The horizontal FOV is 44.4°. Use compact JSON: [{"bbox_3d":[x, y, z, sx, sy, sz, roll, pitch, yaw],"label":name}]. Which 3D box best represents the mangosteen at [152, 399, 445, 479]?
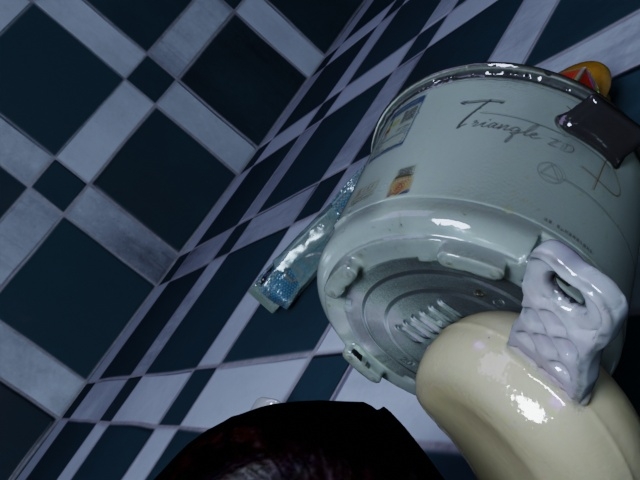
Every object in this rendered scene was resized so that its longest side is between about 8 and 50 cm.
[{"bbox_3d":[0.002,0.234,0.458,0.233,0.287,0.287,-41,15,-3],"label":"mangosteen"}]

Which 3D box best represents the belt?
[{"bbox_3d":[0.000,0.000,1.296,0.302,0.072,0.087,-47,13,12],"label":"belt"}]

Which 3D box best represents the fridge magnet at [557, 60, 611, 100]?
[{"bbox_3d":[0.273,-0.144,0.895,0.143,0.063,0.143,-46,18,19],"label":"fridge magnet"}]

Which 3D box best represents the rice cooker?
[{"bbox_3d":[0.134,-0.003,0.619,0.280,0.241,0.227,-49,12,51],"label":"rice cooker"}]

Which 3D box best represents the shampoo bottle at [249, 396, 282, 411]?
[{"bbox_3d":[-0.104,0.276,0.936,0.074,0.074,0.192,-30,26,51],"label":"shampoo bottle"}]

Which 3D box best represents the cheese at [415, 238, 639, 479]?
[{"bbox_3d":[0.134,0.101,0.434,0.071,0.163,0.249,-35,-12,-19],"label":"cheese"}]

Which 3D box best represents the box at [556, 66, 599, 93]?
[{"bbox_3d":[0.200,-0.098,0.798,0.112,0.048,0.175,-4,43,50],"label":"box"}]
